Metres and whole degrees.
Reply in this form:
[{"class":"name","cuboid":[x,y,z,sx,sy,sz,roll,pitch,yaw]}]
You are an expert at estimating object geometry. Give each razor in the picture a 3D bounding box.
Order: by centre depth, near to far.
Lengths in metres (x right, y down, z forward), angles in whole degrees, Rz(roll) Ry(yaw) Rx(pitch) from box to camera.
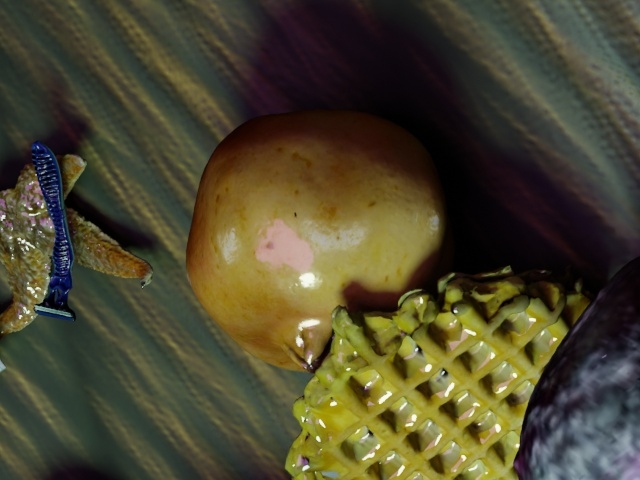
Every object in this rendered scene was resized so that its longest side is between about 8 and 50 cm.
[{"class":"razor","cuboid":[-0.224,-0.010,1.508,0.044,0.028,0.154,7,109,32]}]

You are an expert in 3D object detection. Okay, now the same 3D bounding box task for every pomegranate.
[{"class":"pomegranate","cuboid":[-0.001,-0.004,1.349,0.209,0.209,0.209,8,108,25]}]

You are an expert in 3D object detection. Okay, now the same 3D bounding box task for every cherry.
[{"class":"cherry","cuboid":[0.271,0.128,1.221,0.255,0.296,0.218,56,166,-28]}]

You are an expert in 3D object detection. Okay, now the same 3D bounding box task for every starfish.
[{"class":"starfish","cuboid":[-0.257,0.009,1.579,0.247,0.050,0.138,-22,94,38]}]

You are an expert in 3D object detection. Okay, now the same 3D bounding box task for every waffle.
[{"class":"waffle","cuboid":[0.092,0.123,1.335,0.052,0.245,0.254,-123,37,-45]}]

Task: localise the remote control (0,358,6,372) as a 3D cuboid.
[{"class":"remote control","cuboid":[-0.341,0.117,1.637,0.166,0.029,0.065,-33,91,47]}]
